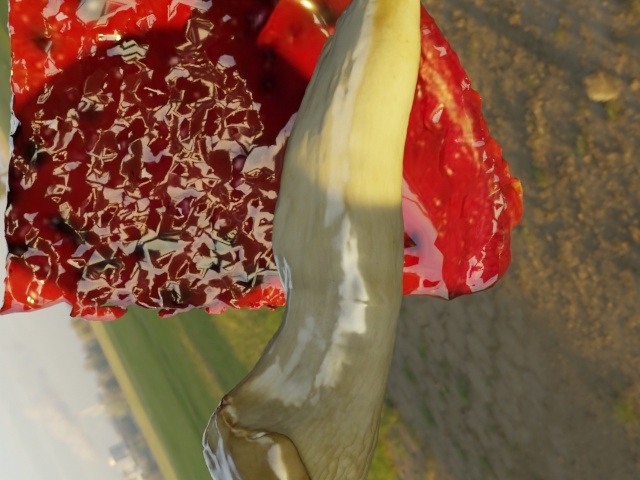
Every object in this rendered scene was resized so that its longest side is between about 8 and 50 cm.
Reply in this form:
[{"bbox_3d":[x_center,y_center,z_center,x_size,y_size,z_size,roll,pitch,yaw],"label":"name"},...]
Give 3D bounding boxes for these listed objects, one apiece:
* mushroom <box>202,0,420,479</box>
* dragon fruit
[{"bbox_3d":[0.002,-0.001,0.370,0.059,0.054,0.202,-4,71,52],"label":"mushroom"},{"bbox_3d":[-0.049,-0.037,0.610,0.330,0.240,0.302,25,173,-14],"label":"dragon fruit"}]
